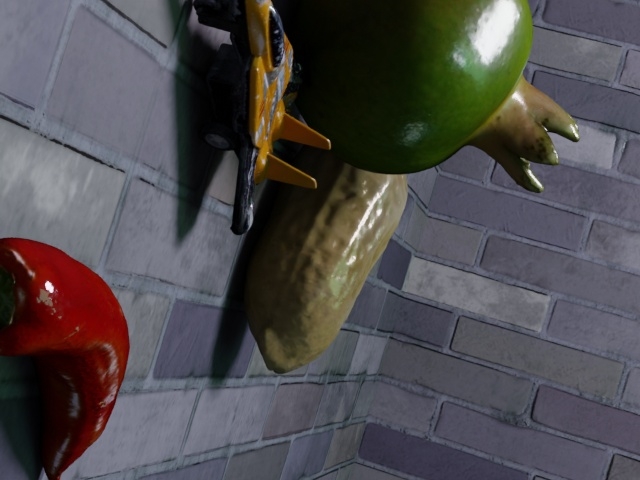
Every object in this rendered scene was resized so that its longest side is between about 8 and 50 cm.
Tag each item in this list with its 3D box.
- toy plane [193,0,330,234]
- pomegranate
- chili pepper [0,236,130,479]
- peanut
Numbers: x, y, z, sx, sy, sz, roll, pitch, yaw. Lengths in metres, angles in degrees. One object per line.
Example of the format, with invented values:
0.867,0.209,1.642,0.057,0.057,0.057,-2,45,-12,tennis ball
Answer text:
-0.068,-0.156,1.177,0.316,0.103,0.204,71,35,-59,toy plane
0.112,-0.169,1.388,0.216,0.358,0.310,-51,-179,-25,pomegranate
-0.200,0.088,0.927,0.137,0.092,0.368,-57,160,-20,chili pepper
0.001,-0.003,1.544,0.340,0.158,0.174,-63,-166,-26,peanut
